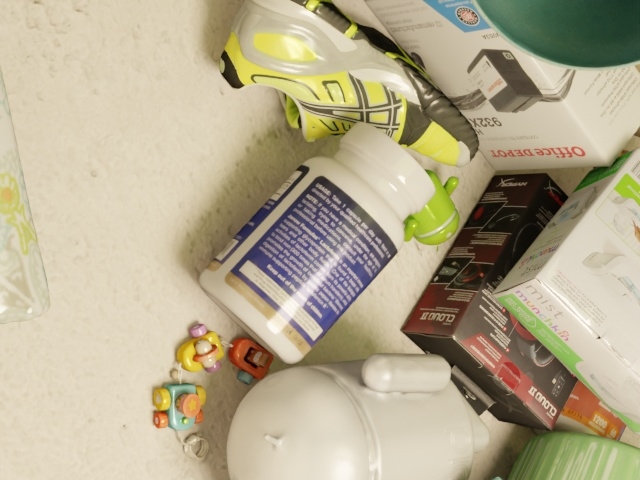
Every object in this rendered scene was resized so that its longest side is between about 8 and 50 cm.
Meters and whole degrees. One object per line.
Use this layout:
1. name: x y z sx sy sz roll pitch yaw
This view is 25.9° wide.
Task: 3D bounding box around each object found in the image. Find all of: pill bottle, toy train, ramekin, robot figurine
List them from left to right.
1. toy train: -0.118 0.168 1.614 0.125 0.046 0.166 43 68 -27
2. pill bottle: 0.000 0.000 1.594 0.265 0.153 0.153 -48 116 -7
3. robot figurine: 0.037 0.238 1.610 0.353 0.200 0.300 -2 130 -43
4. robot figurine: 0.132 -0.043 1.767 0.101 0.067 0.115 -47 115 -29
5. pill bottle: 0.386 0.186 1.913 0.121 0.121 0.216 41 69 -28
6. ramekin: 0.370 0.373 1.808 0.303 0.303 0.148 40 63 -28

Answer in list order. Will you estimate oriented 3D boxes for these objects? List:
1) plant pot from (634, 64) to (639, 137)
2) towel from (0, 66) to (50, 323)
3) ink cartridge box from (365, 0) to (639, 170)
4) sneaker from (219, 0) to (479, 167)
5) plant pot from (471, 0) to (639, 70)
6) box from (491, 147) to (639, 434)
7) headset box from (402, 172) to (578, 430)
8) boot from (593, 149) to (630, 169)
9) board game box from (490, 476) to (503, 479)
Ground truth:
1. plant pot: 0.422 -0.269 1.868 0.191 0.284 0.284 4 89 2
2. towel: -0.466 -0.038 1.351 0.374 0.090 0.321 -16 103 -33
3. ink cartridge box: 0.239 -0.236 1.742 0.307 0.223 0.129 49 66 -25
4. sneaker: 0.036 -0.181 1.682 0.384 0.145 0.147 31 105 -33
5. plant pot: 0.306 -0.352 1.511 0.290 0.290 0.195 66 25 -17
6. box: 0.387 0.065 1.693 0.262 0.127 0.231 43 68 -6
7. headset box: 0.258 0.091 1.830 0.218 0.110 0.293 42 68 -27
8. boot: 0.438 0.043 1.846 0.264 0.096 0.280 22 72 -19
9. board game box: 0.163 0.433 1.654 0.254 0.336 0.079 38 33 -30
